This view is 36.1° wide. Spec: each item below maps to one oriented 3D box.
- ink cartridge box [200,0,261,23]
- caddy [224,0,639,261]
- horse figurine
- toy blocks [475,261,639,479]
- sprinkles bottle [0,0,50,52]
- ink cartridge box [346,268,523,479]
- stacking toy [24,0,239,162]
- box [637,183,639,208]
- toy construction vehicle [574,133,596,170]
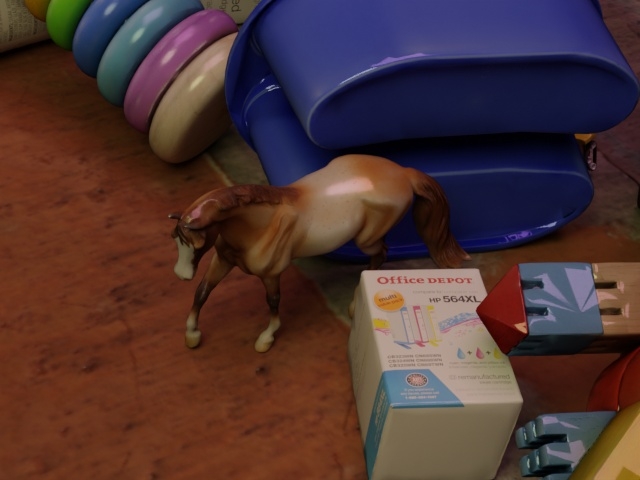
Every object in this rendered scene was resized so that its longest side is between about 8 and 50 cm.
[{"bbox_3d":[0.000,-0.422,1.114,0.394,0.286,0.166,-14,46,-23],"label":"ink cartridge box"},{"bbox_3d":[0.093,-0.122,0.832,0.341,0.241,0.179,-4,49,-15],"label":"caddy"},{"bbox_3d":[0.000,0.000,0.724,0.263,0.175,0.066,-16,49,-26],"label":"horse figurine"},{"bbox_3d":[0.238,0.146,0.571,0.260,0.191,0.382,-1,68,-9],"label":"toy blocks"},{"bbox_3d":[-0.360,-0.235,0.970,0.355,0.121,0.121,-26,52,-33],"label":"sprinkles bottle"},{"bbox_3d":[0.074,0.088,0.702,0.092,0.090,0.143,0,43,-9],"label":"ink cartridge box"},{"bbox_3d":[-0.208,-0.226,0.895,0.330,0.141,0.141,42,48,5],"label":"stacking toy"},{"bbox_3d":[0.361,-0.096,0.743,0.191,0.381,0.143,26,86,19],"label":"box"},{"bbox_3d":[0.229,-0.119,0.965,0.035,0.098,0.086,-24,33,-28],"label":"toy construction vehicle"}]
